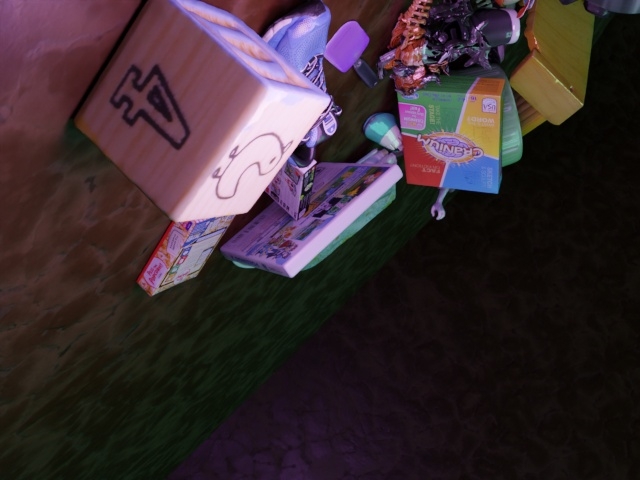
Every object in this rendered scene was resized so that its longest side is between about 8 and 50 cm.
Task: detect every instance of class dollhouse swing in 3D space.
[{"bbox_3d":[0.566,-0.504,2.045,0.305,0.315,0.346,-17,-130,49],"label":"dollhouse swing"}]

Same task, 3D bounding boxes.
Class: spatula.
[{"bbox_3d":[0.074,-0.345,1.429,0.084,0.030,0.296,-51,167,7],"label":"spatula"}]

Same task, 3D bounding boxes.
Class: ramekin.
[{"bbox_3d":[0.437,-0.328,1.993,0.148,0.303,0.303,-14,170,8],"label":"ramekin"}]

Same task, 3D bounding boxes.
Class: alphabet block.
[{"bbox_3d":[-0.142,-0.161,0.912,0.197,0.193,0.192,-52,165,19],"label":"alphabet block"}]

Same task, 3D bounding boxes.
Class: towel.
[{"bbox_3d":[0.054,-0.069,2.014,0.374,0.090,0.320,-39,164,-7],"label":"towel"}]

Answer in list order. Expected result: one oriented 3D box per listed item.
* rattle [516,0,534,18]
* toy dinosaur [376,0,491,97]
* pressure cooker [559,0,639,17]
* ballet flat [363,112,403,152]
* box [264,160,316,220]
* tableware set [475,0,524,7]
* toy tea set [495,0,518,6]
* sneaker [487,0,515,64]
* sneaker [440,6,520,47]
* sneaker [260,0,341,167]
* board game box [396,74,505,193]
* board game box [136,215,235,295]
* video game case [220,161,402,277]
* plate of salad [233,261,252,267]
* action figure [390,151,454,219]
[{"bbox_3d":[0.434,-0.544,1.421,0.143,0.199,0.130,-7,-168,21],"label":"rattle"},{"bbox_3d":[0.219,-0.393,1.490,0.219,0.164,0.322,-16,180,-1],"label":"toy dinosaur"},{"bbox_3d":[0.707,-0.693,1.639,0.420,0.370,0.375,-21,122,-69],"label":"pressure cooker"},{"bbox_3d":[0.182,-0.269,1.889,0.083,0.087,0.247,-48,167,13],"label":"ballet flat"},{"bbox_3d":[-0.067,-0.127,1.440,0.036,0.114,0.207,-43,167,-20],"label":"box"},{"bbox_3d":[0.452,-0.569,1.808,0.154,0.104,0.024,-32,-163,-24],"label":"tableware set"},{"bbox_3d":[0.380,-0.568,1.540,0.336,0.124,0.200,-35,162,-45],"label":"toy tea set"},{"bbox_3d":[0.467,-0.551,1.951,0.108,0.100,0.271,-51,168,-6],"label":"sneaker"},{"bbox_3d":[0.331,-0.482,1.703,0.147,0.104,0.296,-8,-167,-8],"label":"sneaker"},{"bbox_3d":[-0.021,-0.238,1.174,0.130,0.147,0.330,-41,163,-28],"label":"sneaker"},{"bbox_3d":[0.321,-0.257,1.802,0.316,0.242,0.064,75,29,-48],"label":"board game box"},{"bbox_3d":[-0.250,0.008,1.407,0.193,0.045,0.147,-54,166,27],"label":"board game box"},{"bbox_3d":[-0.027,-0.056,1.569,0.329,0.036,0.300,-42,-155,-21],"label":"video game case"},{"bbox_3d":[-0.120,0.006,1.774,0.200,0.048,0.200,-20,157,-9],"label":"plate of salad"},{"bbox_3d":[0.351,-0.241,2.172,0.275,0.248,0.370,-52,169,17],"label":"action figure"}]
